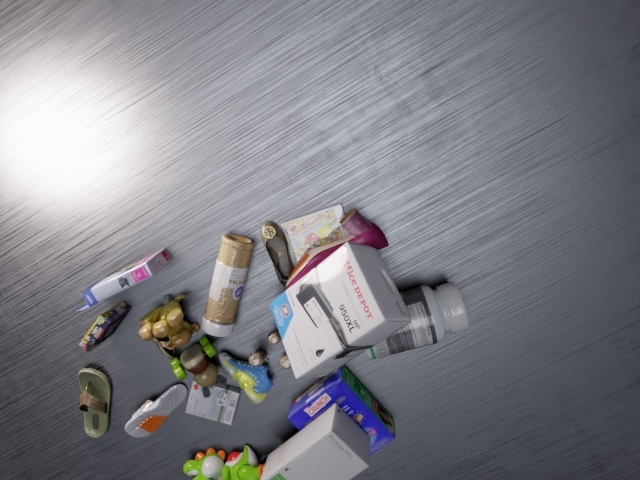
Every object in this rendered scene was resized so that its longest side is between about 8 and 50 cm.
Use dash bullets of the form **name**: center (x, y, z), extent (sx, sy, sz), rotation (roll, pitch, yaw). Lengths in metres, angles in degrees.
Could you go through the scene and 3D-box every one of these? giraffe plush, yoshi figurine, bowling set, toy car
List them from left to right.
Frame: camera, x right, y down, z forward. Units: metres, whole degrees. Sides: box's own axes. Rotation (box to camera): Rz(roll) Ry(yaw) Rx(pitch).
- **giraffe plush**: center (-0.533, 0.317, 1.667), extent (0.181, 0.210, 0.171), rotation (-18, 118, 9)
- **toy car**: center (-0.431, 0.483, 1.700), extent (0.155, 0.149, 0.189), rotation (-36, 111, -16)
- **yoshi figurine**: center (-0.358, 0.940, 1.775), extent (0.361, 0.203, 0.204), rotation (1, 108, 5)
- **bowling set**: center (-0.111, 0.374, 1.689), extent (0.286, 0.154, 0.200), rotation (10, 83, 1)

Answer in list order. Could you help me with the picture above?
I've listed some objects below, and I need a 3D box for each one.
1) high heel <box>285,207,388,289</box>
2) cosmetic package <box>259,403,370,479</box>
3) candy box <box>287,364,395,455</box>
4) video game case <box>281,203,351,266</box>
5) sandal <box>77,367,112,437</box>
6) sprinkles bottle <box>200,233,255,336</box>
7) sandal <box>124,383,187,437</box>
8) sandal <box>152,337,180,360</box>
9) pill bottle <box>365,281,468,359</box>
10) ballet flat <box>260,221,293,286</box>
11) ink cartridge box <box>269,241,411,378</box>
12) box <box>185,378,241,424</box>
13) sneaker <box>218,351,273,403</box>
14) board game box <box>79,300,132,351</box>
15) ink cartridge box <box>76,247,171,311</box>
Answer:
- **high heel**: center (0.055, 0.078, 1.590), extent (0.181, 0.127, 0.377), rotation (43, 102, -11)
- **cosmetic package**: center (-0.018, 0.779, 1.630), extent (0.197, 0.155, 0.365), rotation (44, 108, -5)
- **candy box**: center (0.081, 0.673, 1.735), extent (0.268, 0.122, 0.317), rotation (-39, 99, 12)
- **video game case**: center (0.000, 0.000, 1.648), extent (0.226, 0.026, 0.207), rotation (-18, 100, 6)
- **sandal**: center (-0.879, 0.637, 1.779), extent (0.120, 0.086, 0.303), rotation (0, 102, 2)
- **sprinkles bottle**: center (-0.333, 0.161, 1.645), extent (0.121, 0.121, 0.356), rotation (15, 102, -1)
- **sandal**: center (-0.632, 0.652, 1.788), extent (0.265, 0.076, 0.102), rotation (-39, 113, -12)
- **sandal**: center (-0.588, 0.390, 1.736), extent (0.049, 0.072, 0.180), rotation (-39, 94, -13)
- **pill bottle**: center (0.312, 0.274, 1.604), extent (0.360, 0.204, 0.205), rotation (-16, 101, 5)
- **ballet flat**: center (-0.151, 0.054, 1.648), extent (0.084, 0.058, 0.250), rotation (-16, 101, 5)
- **ink cartridge box**: center (0.052, 0.231, 1.494), extent (0.395, 0.166, 0.286), rotation (-40, 59, 28)
- **box**: center (-0.416, 0.623, 1.786), extent (0.186, 0.038, 0.145), rotation (15, 101, -2)
- **sneaker**: center (-0.275, 0.494, 1.744), extent (0.126, 0.091, 0.240), rotation (-39, 84, -24)
- **board game box**: center (-0.775, 0.309, 1.666), extent (0.048, 0.170, 0.141), rotation (39, 101, -4)
- **ink cartridge box**: center (-0.697, 0.137, 1.619), extent (0.310, 0.186, 0.065), rotation (-28, 102, 8)
